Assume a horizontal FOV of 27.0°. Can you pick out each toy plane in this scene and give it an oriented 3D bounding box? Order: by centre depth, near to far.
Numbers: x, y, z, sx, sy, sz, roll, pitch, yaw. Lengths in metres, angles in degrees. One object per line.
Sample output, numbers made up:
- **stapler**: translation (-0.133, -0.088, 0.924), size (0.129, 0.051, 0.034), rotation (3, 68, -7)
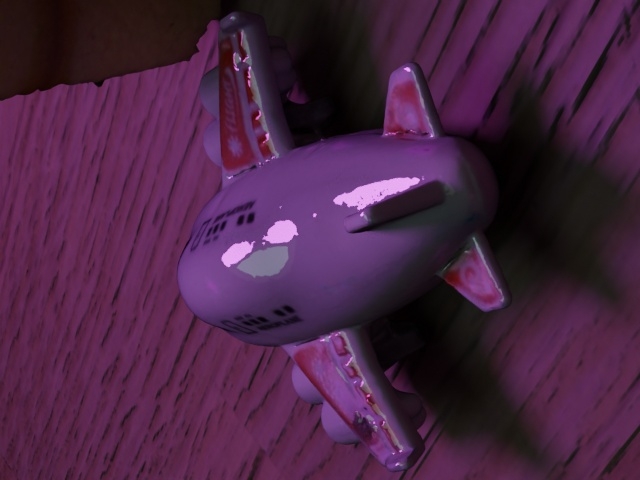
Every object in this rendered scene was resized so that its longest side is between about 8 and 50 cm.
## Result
- **toy plane**: translation (0.003, -0.001, 0.700), size (0.252, 0.118, 0.252), rotation (29, 129, 44)

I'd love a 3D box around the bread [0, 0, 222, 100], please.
- **bread**: translation (-0.219, -0.184, 0.758), size (0.236, 0.263, 0.198), rotation (20, 118, 42)
